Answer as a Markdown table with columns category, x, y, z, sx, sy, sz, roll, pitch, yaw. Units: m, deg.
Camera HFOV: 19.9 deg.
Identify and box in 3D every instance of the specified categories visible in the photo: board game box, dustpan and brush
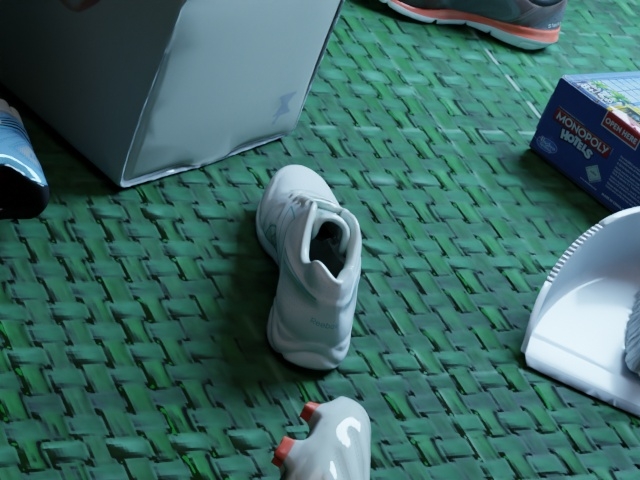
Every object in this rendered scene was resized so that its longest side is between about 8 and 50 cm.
| category | x | y | z | sx | sy | sz | roll | pitch | yaw |
| --- | --- | --- | --- | --- | --- | --- | --- | --- | --- |
| board game box | 0.270 | -0.048 | 1.181 | 0.194 | 0.060 | 0.194 | 41 | 39 | 26 |
| dustpan and brush | 0.209 | 0.012 | 1.038 | 0.147 | 0.060 | 0.211 | 24 | 41 | 2 |

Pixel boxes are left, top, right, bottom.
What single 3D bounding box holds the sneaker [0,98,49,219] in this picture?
| category | x | y | z | sx | sy | sz | roll | pitch | yaw |
| --- | --- | --- | --- | --- | --- | --- | --- | --- | --- |
| sneaker | -0.199 | -0.029 | 0.885 | 0.162 | 0.063 | 0.073 | -13 | 50 | -41 |

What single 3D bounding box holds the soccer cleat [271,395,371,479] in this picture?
| category | x | y | z | sx | sy | sz | roll | pitch | yaw |
| --- | --- | --- | --- | --- | --- | --- | --- | --- | --- |
| soccer cleat | -0.005 | 0.145 | 0.756 | 0.076 | 0.068 | 0.196 | 27 | 41 | -2 |

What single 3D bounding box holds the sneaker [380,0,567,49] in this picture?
| category | x | y | z | sx | sy | sz | roll | pitch | yaw |
| --- | --- | --- | --- | --- | --- | --- | --- | --- | --- |
| sneaker | 0.101 | -0.186 | 1.271 | 0.158 | 0.065 | 0.061 | 13 | 35 | -14 |

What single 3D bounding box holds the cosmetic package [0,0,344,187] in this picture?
| category | x | y | z | sx | sy | sz | roll | pitch | yaw |
| --- | --- | --- | --- | --- | --- | --- | --- | --- | --- |
| cosmetic package | -0.144 | -0.177 | 1.062 | 0.296 | 0.129 | 0.153 | 39 | 36 | 23 |

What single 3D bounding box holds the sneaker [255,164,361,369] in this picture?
| category | x | y | z | sx | sy | sz | roll | pitch | yaw |
| --- | --- | --- | --- | --- | --- | --- | --- | --- | --- |
| sneaker | 0.000 | 0.000 | 0.960 | 0.054 | 0.061 | 0.152 | 10 | 34 | -14 |
